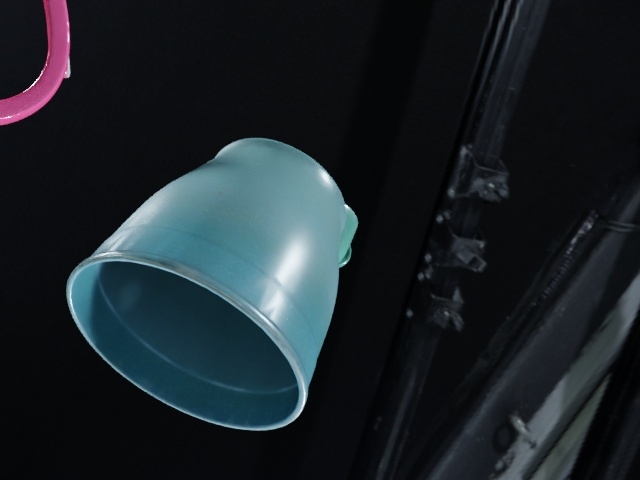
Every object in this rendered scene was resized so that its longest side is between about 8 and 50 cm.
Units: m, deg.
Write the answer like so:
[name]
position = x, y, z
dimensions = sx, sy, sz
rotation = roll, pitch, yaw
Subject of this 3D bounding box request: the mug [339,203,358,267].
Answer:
[mug]
position = 0.000, -0.005, 1.274
dimensions = 0.158, 0.129, 0.097
rotation = 31, -118, -13

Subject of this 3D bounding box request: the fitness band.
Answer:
[fitness band]
position = -0.438, -0.291, 0.945
dimensions = 0.209, 0.054, 0.291
rotation = -6, -96, -24

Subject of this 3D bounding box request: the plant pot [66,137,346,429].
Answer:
[plant pot]
position = -0.094, 0.030, 0.825
dimensions = 0.271, 0.255, 0.271
rotation = 16, -41, 15
